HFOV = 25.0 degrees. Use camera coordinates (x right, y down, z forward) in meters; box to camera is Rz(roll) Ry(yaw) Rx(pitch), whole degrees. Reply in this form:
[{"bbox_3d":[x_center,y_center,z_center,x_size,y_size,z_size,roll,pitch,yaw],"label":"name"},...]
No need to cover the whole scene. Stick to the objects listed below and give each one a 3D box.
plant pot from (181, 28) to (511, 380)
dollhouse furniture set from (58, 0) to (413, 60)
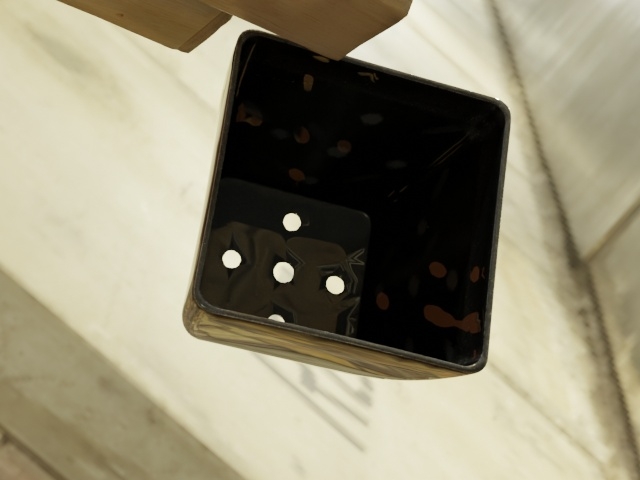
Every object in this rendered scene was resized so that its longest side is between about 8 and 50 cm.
[{"bbox_3d":[0.000,0.000,0.955,0.167,0.188,0.188,135,146,-63],"label":"plant pot"},{"bbox_3d":[-0.076,-0.298,0.811,0.394,0.257,0.362,-29,50,48],"label":"dollhouse furniture set"}]
